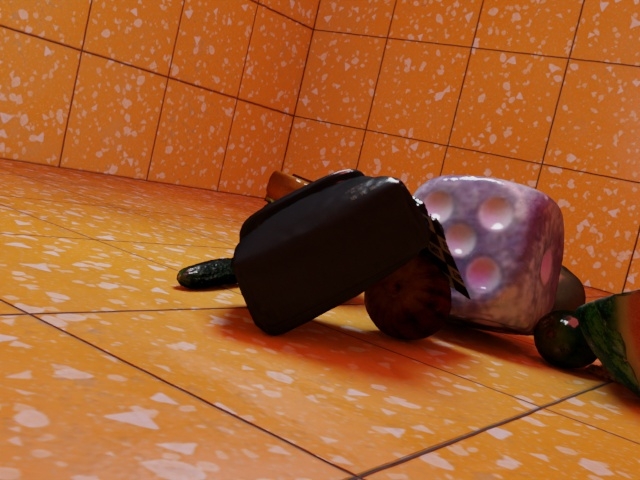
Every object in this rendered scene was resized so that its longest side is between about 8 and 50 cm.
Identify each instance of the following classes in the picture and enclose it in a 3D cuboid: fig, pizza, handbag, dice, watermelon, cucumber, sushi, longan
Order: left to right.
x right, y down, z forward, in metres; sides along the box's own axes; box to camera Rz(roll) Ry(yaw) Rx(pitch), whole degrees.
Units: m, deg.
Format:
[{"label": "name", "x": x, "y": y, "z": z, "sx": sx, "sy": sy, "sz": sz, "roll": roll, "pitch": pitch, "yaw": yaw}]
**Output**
[{"label": "cucumber", "x": -0.198, "y": 0.060, "z": 1.441, "sx": 0.058, "sy": 0.052, "sz": 0.214, "roll": -6, "pitch": -1, "yaw": 21}, {"label": "handbag", "x": -0.001, "y": -0.003, "z": 1.261, "sx": 0.302, "sy": 0.178, "sz": 0.275, "roll": -29, "pitch": 12, "yaw": -3}, {"label": "fig", "x": 0.167, "y": 0.109, "z": 1.368, "sx": 0.202, "sy": 0.148, "sz": 0.149, "roll": 39, "pitch": 28, "yaw": -23}, {"label": "sushi", "x": 0.187, "y": -0.017, "z": 1.365, "sx": 0.192, "sy": 0.050, "sz": 0.215, "roll": 37, "pitch": -16, "yaw": 43}, {"label": "dice", "x": 0.318, "y": 0.033, "z": 1.563, "sx": 0.271, "sy": 0.270, "sz": 0.270, "roll": 9, "pitch": -10, "yaw": 31}, {"label": "longan", "x": 0.558, "y": 0.130, "z": 1.914, "sx": 0.167, "sy": 0.167, "sz": 0.187, "roll": 13, "pitch": 41, "yaw": -6}, {"label": "fig", "x": 0.485, "y": 0.187, "z": 1.474, "sx": 0.177, "sy": 0.117, "sz": 0.117, "roll": 9, "pitch": 7, "yaw": -33}, {"label": "pizza", "x": 0.533, "y": 0.241, "z": 1.457, "sx": 0.078, "sy": 0.025, "sz": 0.083, "roll": 15, "pitch": 6, "yaw": 17}, {"label": "watermelon", "x": 0.580, "y": 0.191, "z": 1.310, "sx": 0.292, "sy": 0.222, "sz": 0.319, "roll": -13, "pitch": -17, "yaw": -11}]

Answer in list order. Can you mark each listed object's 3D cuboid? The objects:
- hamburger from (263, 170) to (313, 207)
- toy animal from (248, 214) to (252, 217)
[{"label": "hamburger", "x": -0.021, "y": -0.008, "z": 1.643, "sx": 0.291, "sy": 0.225, "sz": 0.291, "roll": 21, "pitch": 5, "yaw": -2}, {"label": "toy animal", "x": -0.135, "y": -0.029, "z": 2.338, "sx": 0.095, "sy": 0.219, "sz": 0.155, "roll": -4, "pitch": -45, "yaw": 41}]
